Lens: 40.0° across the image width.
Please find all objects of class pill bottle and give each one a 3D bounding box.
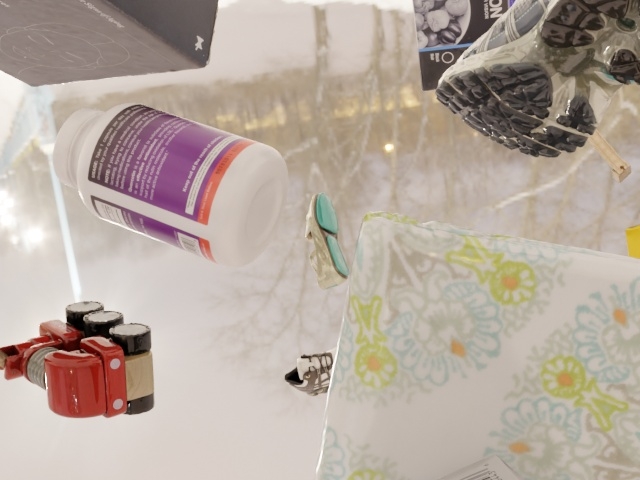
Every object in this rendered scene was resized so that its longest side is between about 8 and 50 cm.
[{"bbox_3d":[-0.221,-0.091,1.276,0.323,0.182,0.181,20,-162,19],"label":"pill bottle"}]

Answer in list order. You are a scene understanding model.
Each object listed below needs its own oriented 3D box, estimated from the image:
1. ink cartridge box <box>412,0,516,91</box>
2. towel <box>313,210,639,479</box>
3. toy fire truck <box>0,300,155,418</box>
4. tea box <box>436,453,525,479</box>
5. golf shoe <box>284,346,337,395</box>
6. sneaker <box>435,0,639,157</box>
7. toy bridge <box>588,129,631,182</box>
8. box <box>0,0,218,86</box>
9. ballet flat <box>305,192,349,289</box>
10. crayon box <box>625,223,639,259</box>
[{"bbox_3d":[0.252,-0.345,1.389,0.208,0.206,0.045,-6,-148,9],"label":"ink cartridge box"},{"bbox_3d":[0.196,0.157,0.857,0.374,0.321,0.090,10,-169,0],"label":"towel"},{"bbox_3d":[-0.378,0.160,1.206,0.246,0.159,0.217,-12,-162,-39],"label":"toy fire truck"},{"bbox_3d":[0.151,0.394,0.651,0.220,0.324,0.329,-23,-169,-6],"label":"tea box"},{"bbox_3d":[0.004,0.260,1.792,0.094,0.077,0.198,18,136,-32],"label":"golf shoe"},{"bbox_3d":[0.184,-0.149,0.620,0.110,0.122,0.283,32,161,-11],"label":"sneaker"},{"bbox_3d":[0.384,-0.165,1.303,0.026,0.188,0.063,-41,153,5],"label":"toy bridge"},{"bbox_3d":[-0.505,-0.511,1.589,0.471,0.297,0.480,3,168,30],"label":"box"},{"bbox_3d":[0.000,0.000,1.319,0.052,0.168,0.057,-34,136,26],"label":"ballet flat"},{"bbox_3d":[0.578,0.155,1.202,0.363,0.313,0.106,17,154,-37],"label":"crayon box"}]
